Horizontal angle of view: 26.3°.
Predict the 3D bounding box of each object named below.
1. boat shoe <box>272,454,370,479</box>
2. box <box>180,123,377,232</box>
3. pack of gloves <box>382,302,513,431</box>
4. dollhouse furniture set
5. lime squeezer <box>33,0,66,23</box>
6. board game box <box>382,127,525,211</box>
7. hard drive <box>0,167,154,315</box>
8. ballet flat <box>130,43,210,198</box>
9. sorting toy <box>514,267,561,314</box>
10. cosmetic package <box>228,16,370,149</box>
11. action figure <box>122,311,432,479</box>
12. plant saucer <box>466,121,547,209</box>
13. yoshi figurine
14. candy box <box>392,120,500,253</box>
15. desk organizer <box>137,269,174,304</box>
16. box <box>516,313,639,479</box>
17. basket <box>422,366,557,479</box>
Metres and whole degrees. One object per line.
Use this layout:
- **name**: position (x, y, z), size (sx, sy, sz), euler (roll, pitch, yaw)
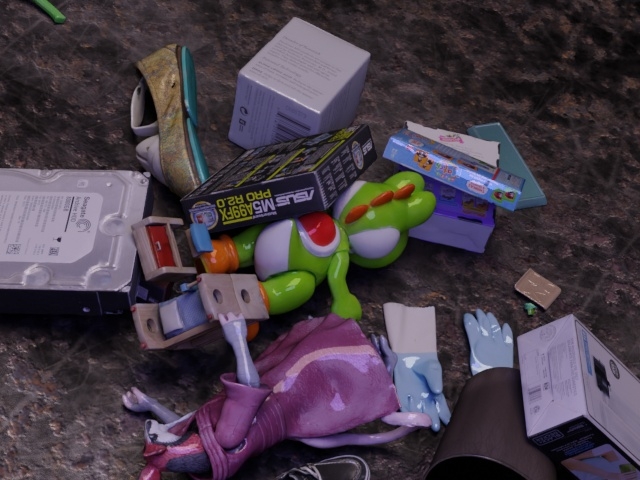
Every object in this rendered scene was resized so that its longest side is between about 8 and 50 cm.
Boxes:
- **boat shoe**: position (-0.021, 0.332, 1.778), size (0.219, 0.070, 0.078), euler (-24, 58, -31)
- **box**: position (-0.056, -0.092, 2.022), size (0.216, 0.060, 0.270), euler (-10, 16, 21)
- **pack of gloves**: position (0.202, 0.177, 1.990), size (0.195, 0.046, 0.232), euler (2, 49, -10)
- **dollhouse furniture set**: position (-0.181, 0.042, 1.854), size (0.129, 0.129, 0.184), euler (4, 65, -59)
- **lime squeezer**: position (-0.534, -0.498, 2.408), size (0.110, 0.059, 0.310), euler (-8, 51, -20)
- **board game box**: position (0.208, -0.111, 2.102), size (0.211, 0.039, 0.160), euler (24, 13, 6)
- **hard drive**: position (-0.418, -0.003, 1.945), size (0.338, 0.064, 0.237), euler (2, 48, 2)
- **ballet flat**: position (-0.240, -0.170, 2.160), size (0.123, 0.123, 0.349), euler (-1, 50, -14)
- **sorting toy**: position (0.330, 0.083, 2.126), size (0.062, 0.012, 0.083), euler (37, 47, 13)
- **cosmetic package**: position (-0.034, -0.233, 2.227), size (0.151, 0.151, 0.184), euler (28, 47, 12)
- **action figure**: position (-0.087, 0.238, 1.797), size (0.370, 0.248, 0.276), euler (-31, 84, -35)
- **plant saucer**: position (0.315, -0.130, 2.312), size (0.067, 0.018, 0.192), euler (-9, 51, -21)
- **yoshi figurine**: position (0.003, 0.020, 2.033), size (0.362, 0.204, 0.203), euler (-25, 19, -15)
- **candy box**: position (0.199, -0.088, 2.209), size (0.164, 0.070, 0.196), euler (13, 48, -2)
- **desk organizer**: position (-0.273, 0.043, 1.993), size (0.130, 0.047, 0.050), euler (26, 46, 10)
- **box**: position (0.380, 0.246, 1.829), size (0.290, 0.087, 0.169), euler (42, 34, -35)
- **basket**: position (0.235, 0.284, 1.800), size (0.204, 0.154, 0.227), euler (47, 30, -16)
